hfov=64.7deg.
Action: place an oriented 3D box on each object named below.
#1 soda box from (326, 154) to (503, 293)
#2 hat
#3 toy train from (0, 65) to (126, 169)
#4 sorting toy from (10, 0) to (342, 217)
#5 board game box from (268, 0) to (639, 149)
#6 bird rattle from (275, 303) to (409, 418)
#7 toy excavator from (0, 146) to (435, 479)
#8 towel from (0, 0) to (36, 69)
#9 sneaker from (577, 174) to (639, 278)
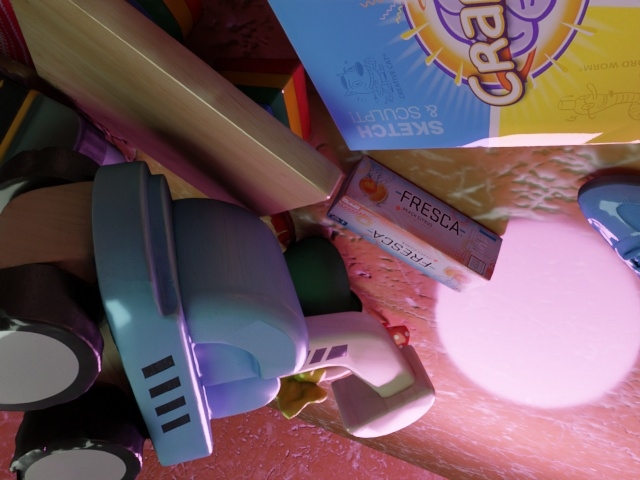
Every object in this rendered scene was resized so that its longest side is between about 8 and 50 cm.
[{"bbox_3d":[0.103,-0.014,0.553,0.183,0.058,0.063,31,154,-7],"label":"soda box"},{"bbox_3d":[0.000,0.000,0.714,0.173,0.183,0.208,19,-165,10],"label":"hat"},{"bbox_3d":[-0.350,-0.116,0.623,0.190,0.142,0.334,28,174,-7],"label":"toy train"},{"bbox_3d":[-0.118,-0.133,0.454,0.257,0.089,0.255,36,165,-18],"label":"sorting toy"},{"bbox_3d":[0.113,-0.157,0.272,0.316,0.064,0.242,6,147,36],"label":"board game box"},{"bbox_3d":[0.023,0.177,0.836,0.253,0.143,0.207,-17,118,4],"label":"bird rattle"},{"bbox_3d":[-0.069,0.108,0.544,0.445,0.222,0.433,-9,130,-11],"label":"toy excavator"},{"bbox_3d":[-0.364,-0.264,0.550,0.275,0.031,0.199,26,155,0],"label":"towel"},{"bbox_3d":[0.301,0.024,0.419,0.209,0.082,0.069,32,155,-9],"label":"sneaker"}]
